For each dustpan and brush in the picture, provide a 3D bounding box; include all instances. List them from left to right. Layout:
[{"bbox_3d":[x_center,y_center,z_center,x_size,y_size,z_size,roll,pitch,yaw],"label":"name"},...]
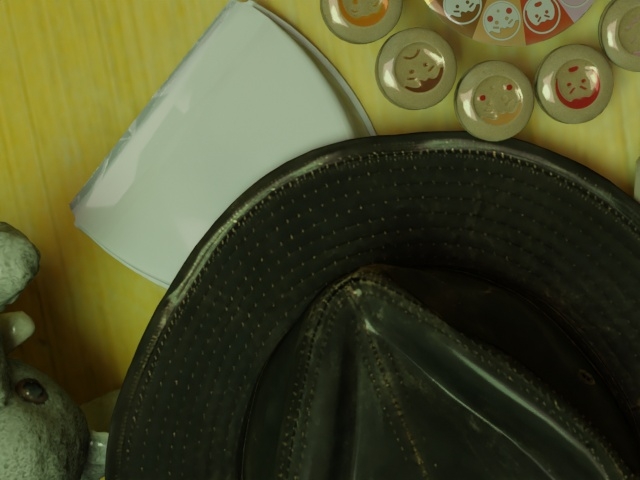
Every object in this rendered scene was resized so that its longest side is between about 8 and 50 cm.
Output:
[{"bbox_3d":[0.000,0.000,0.621,0.211,0.060,0.147,40,96,9],"label":"dustpan and brush"}]

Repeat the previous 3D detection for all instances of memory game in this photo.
[{"bbox_3d":[0.085,-0.136,0.549,0.186,0.012,0.186,-1,97,-9],"label":"memory game"}]

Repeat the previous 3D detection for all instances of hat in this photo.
[{"bbox_3d":[0.041,0.098,0.490,0.331,0.134,0.331,-3,76,11],"label":"hat"}]

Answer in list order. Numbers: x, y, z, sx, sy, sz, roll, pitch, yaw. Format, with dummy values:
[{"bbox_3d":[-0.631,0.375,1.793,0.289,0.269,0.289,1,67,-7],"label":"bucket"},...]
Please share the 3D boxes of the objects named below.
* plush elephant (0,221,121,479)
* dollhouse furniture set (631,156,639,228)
[{"bbox_3d":[-0.219,0.060,0.576,0.255,0.272,0.330,13,120,13],"label":"plush elephant"},{"bbox_3d":[0.325,0.117,0.566,0.355,0.173,0.303,13,107,36],"label":"dollhouse furniture set"}]
